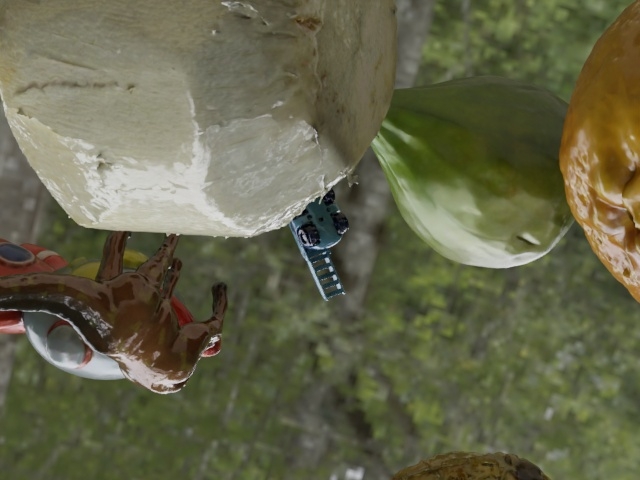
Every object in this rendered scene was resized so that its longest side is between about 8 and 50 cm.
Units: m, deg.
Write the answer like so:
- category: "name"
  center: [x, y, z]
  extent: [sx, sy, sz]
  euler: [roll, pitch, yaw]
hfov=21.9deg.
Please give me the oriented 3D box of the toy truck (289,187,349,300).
- category: "toy truck"
  center: [0.000, 0.000, 1.991]
  extent: [0.063, 0.136, 0.074]
  euler: [-19, 171, -23]

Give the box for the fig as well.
- category: "fig"
  center: [0.162, -0.081, 1.932]
  extent: [0.314, 0.233, 0.233]
  euler: [2, -158, -12]

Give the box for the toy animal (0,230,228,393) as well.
- category: "toy animal"
  center: [-0.162, 0.037, 1.206]
  extent: [0.066, 0.224, 0.229]
  euler: [-13, -149, 31]

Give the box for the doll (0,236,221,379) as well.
- category: "doll"
  center: [-0.238, 0.048, 1.439]
  extent: [0.336, 0.105, 0.200]
  euler: [16, -160, 21]

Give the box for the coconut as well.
- category: "coconut"
  center: [-0.093, -0.123, 1.039]
  extent: [0.247, 0.245, 0.245]
  euler: [2, -167, 23]

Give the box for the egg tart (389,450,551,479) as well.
- category: "egg tart"
  center: [0.169, 0.376, 1.863]
  extent: [0.295, 0.294, 0.116]
  euler: [10, -165, -19]

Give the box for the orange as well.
- category: "orange"
  center: [0.357, -0.065, 1.363]
  extent: [0.293, 0.340, 0.340]
  euler: [-28, -142, -20]
